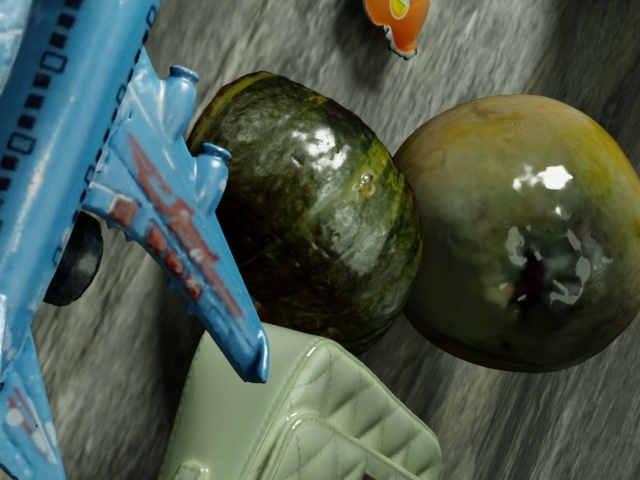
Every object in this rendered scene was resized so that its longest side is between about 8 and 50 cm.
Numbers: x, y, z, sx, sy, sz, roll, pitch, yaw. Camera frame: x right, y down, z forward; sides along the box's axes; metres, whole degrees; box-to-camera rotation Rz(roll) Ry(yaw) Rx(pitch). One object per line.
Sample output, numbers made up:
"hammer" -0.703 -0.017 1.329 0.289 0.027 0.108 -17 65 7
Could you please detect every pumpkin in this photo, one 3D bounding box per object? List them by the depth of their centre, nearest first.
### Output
"pumpkin" 0.000 0.000 0.920 0.119 0.107 0.183 -50 142 -27

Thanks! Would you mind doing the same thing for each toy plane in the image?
"toy plane" -0.115 -0.039 0.672 0.254 0.105 0.271 26 67 -28

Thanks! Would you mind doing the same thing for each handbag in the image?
"handbag" -0.023 0.173 0.890 0.256 0.079 0.219 44 64 -61

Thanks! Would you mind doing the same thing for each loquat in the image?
"loquat" 0.121 -0.004 1.048 0.227 0.179 0.179 19 88 -71

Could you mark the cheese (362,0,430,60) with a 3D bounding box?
"cheese" 0.083 -0.234 1.004 0.106 0.037 0.256 36 72 -58
